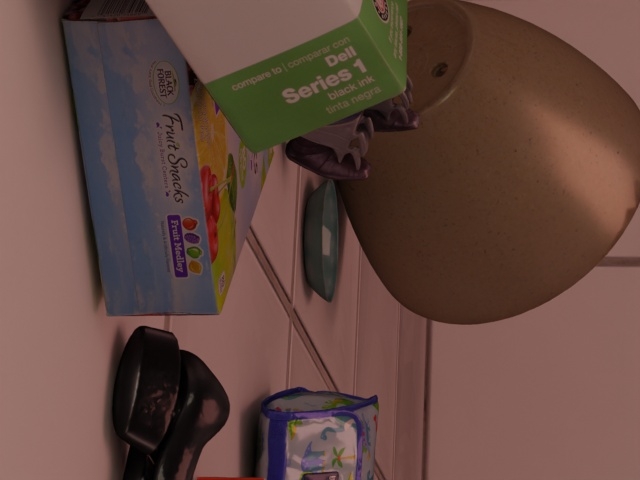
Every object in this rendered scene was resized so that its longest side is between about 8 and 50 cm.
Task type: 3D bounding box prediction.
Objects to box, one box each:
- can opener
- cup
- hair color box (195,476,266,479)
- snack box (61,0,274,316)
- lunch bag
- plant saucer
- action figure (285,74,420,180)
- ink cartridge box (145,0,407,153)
[{"bbox_3d":[-0.095,0.143,1.051,0.059,0.073,0.186,-25,-127,55],"label":"can opener"},{"bbox_3d":[0.139,-0.114,1.942,0.237,0.331,0.331,46,39,-41],"label":"cup"},{"bbox_3d":[-0.062,0.252,1.253,0.093,0.053,0.167,78,16,-53],"label":"hair color box"},{"bbox_3d":[-0.078,-0.082,1.053,0.207,0.070,0.174,-78,165,-61],"label":"snack box"},{"bbox_3d":[-0.011,0.190,1.511,0.151,0.096,0.129,-4,98,-68],"label":"lunch bag"},{"bbox_3d":[0.000,0.000,1.808,0.119,0.021,0.119,0,90,-83],"label":"plant saucer"},{"bbox_3d":[0.036,-0.180,1.567,0.285,0.099,0.185,93,19,-52],"label":"action figure"},{"bbox_3d":[-0.044,-0.180,0.911,0.219,0.092,0.160,56,24,-36],"label":"ink cartridge box"}]
